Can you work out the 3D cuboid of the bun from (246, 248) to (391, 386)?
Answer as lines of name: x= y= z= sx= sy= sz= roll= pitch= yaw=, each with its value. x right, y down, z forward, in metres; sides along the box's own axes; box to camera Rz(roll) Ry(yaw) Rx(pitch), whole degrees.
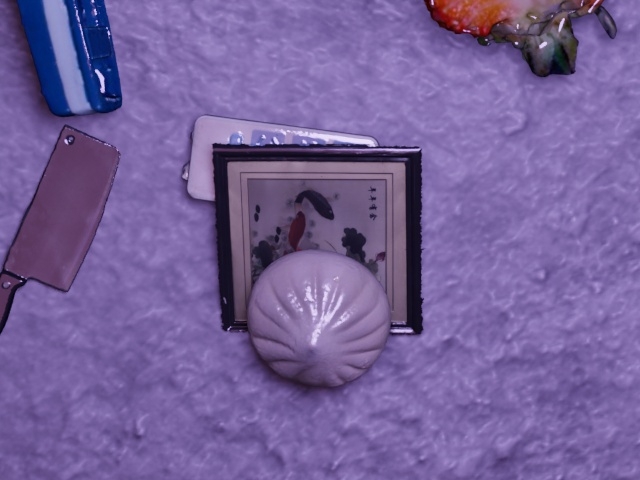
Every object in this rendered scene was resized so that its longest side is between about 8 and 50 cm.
bun: x=-0.005 y=0.082 z=1.822 sx=0.138 sy=0.094 sz=0.138 roll=3 pitch=113 yaw=7

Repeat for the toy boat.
toy boat: x=-0.251 y=-0.260 z=1.813 sx=0.061 sy=0.096 sz=0.299 roll=-12 pitch=93 yaw=13

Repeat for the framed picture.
framed picture: x=0.000 y=0.000 z=1.840 sx=0.199 sy=0.010 sz=0.195 roll=1 pitch=115 yaw=4

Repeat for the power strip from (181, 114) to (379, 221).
power strip: x=-0.035 y=-0.070 z=1.850 sx=0.192 sy=0.035 sz=0.081 roll=8 pitch=96 yaw=1

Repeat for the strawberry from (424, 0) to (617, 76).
strawberry: x=0.161 y=-0.279 z=1.755 sx=0.188 sy=0.106 sz=0.286 roll=-31 pitch=122 yaw=1

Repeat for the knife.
knife: x=-0.265 y=0.013 z=1.879 sx=0.072 sy=0.019 sz=0.245 roll=25 pitch=95 yaw=-1
